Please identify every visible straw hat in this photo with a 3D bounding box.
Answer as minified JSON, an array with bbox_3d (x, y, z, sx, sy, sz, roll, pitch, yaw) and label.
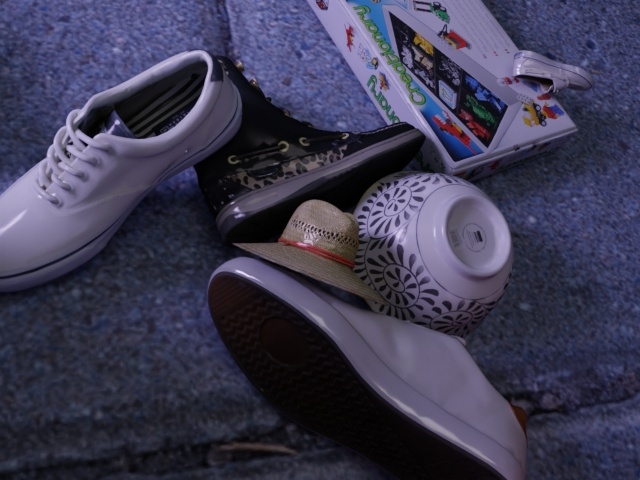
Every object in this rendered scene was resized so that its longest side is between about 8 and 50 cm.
[{"bbox_3d":[0.000,0.000,0.562,0.145,0.144,0.061,22,87,-6],"label":"straw hat"}]

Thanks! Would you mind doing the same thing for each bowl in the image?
[{"bbox_3d":[0.118,0.004,0.620,0.170,0.080,0.170,8,71,-25],"label":"bowl"}]

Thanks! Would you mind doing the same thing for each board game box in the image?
[{"bbox_3d":[0.132,-0.210,0.785,0.193,0.053,0.305,-19,69,-28],"label":"board game box"}]

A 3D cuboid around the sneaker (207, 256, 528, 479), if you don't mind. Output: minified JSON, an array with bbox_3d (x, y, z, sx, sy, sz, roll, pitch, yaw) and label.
[{"bbox_3d":[0.041,0.102,0.568,0.290,0.106,0.123,37,37,3],"label":"sneaker"}]

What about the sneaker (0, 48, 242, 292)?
[{"bbox_3d":[-0.178,-0.064,0.540,0.258,0.091,0.094,-42,70,-11],"label":"sneaker"}]

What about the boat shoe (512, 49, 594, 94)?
[{"bbox_3d":[0.258,-0.179,0.765,0.100,0.035,0.035,15,83,-18],"label":"boat shoe"}]

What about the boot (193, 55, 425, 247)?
[{"bbox_3d":[-0.030,-0.110,0.657,0.237,0.085,0.178,-26,70,-28],"label":"boot"}]
